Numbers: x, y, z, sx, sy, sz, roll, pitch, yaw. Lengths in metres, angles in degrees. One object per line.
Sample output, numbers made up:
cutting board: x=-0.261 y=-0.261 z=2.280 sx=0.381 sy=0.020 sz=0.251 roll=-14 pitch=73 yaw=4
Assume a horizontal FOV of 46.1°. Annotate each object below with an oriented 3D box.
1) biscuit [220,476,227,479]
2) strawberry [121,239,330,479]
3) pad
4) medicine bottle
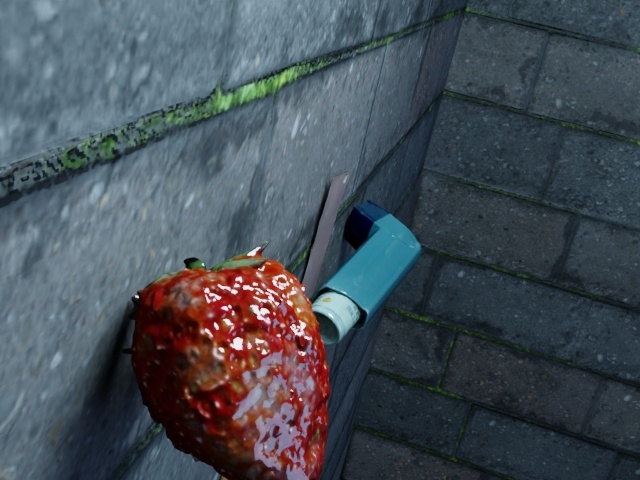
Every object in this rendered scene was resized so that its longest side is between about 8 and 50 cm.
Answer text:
biscuit: x=-0.088 y=0.350 z=0.967 sx=0.202 sy=0.047 sz=0.334 roll=-60 pitch=164 yaw=-53
strawberry: x=-0.047 y=0.077 z=0.453 sx=0.131 sy=0.148 sz=0.131 roll=-34 pitch=147 yaw=-25
pad: x=0.000 y=0.000 z=0.994 sx=0.113 sy=0.006 sz=0.187 roll=-37 pitch=144 yaw=-75
medicine bottle: x=0.054 y=0.046 z=1.101 sx=0.258 sy=0.124 sz=0.079 roll=-48 pitch=161 yaw=-44
